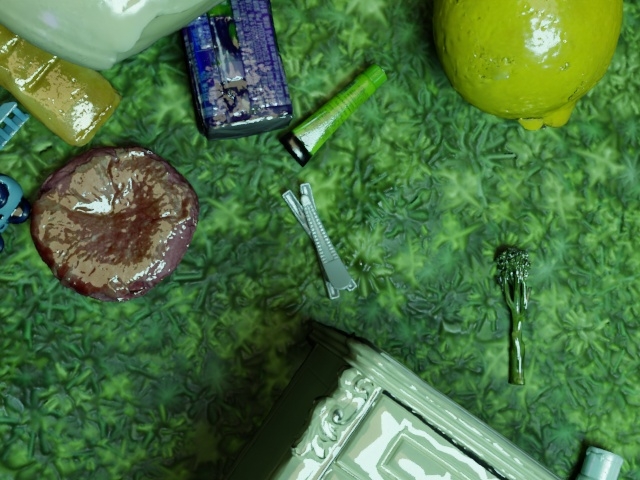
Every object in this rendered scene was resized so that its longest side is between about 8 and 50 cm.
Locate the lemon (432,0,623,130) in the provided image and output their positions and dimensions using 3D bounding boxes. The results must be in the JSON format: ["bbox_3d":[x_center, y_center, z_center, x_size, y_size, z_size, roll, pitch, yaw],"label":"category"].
[{"bbox_3d":[0.189,-0.201,0.716,0.173,0.173,0.206,-17,100,-10],"label":"lemon"}]

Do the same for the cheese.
[{"bbox_3d":[-0.160,-0.265,0.600,0.266,0.127,0.233,-38,94,-27],"label":"cheese"}]

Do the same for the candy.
[{"bbox_3d":[-0.096,-0.252,0.727,0.088,0.061,0.312,-10,88,-11],"label":"candy"}]

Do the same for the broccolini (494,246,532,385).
[{"bbox_3d":[0.191,0.076,0.778,0.035,0.030,0.140,1,91,-1],"label":"broccolini"}]

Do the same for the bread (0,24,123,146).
[{"bbox_3d":[-0.244,-0.148,0.698,0.074,0.053,0.132,-46,105,-7],"label":"bread"}]

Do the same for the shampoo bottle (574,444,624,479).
[{"bbox_3d":[0.251,0.298,0.767,0.069,0.041,0.191,23,84,-2],"label":"shampoo bottle"}]

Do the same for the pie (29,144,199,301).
[{"bbox_3d":[-0.188,-0.018,0.712,0.153,0.038,0.154,1,85,-10],"label":"pie"}]

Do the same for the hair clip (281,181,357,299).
[{"bbox_3d":[0.001,-0.001,0.743,0.030,0.039,0.115,-26,89,-15],"label":"hair clip"}]

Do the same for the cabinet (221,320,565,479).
[{"bbox_3d":[0.036,0.280,0.640,0.290,0.227,0.318,37,82,-6],"label":"cabinet"}]

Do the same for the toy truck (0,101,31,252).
[{"bbox_3d":[-0.291,-0.052,0.690,0.074,0.063,0.136,35,79,14],"label":"toy truck"}]

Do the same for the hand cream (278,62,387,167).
[{"bbox_3d":[0.015,-0.125,0.758,0.122,0.023,0.036,-44,106,-7],"label":"hand cream"}]
